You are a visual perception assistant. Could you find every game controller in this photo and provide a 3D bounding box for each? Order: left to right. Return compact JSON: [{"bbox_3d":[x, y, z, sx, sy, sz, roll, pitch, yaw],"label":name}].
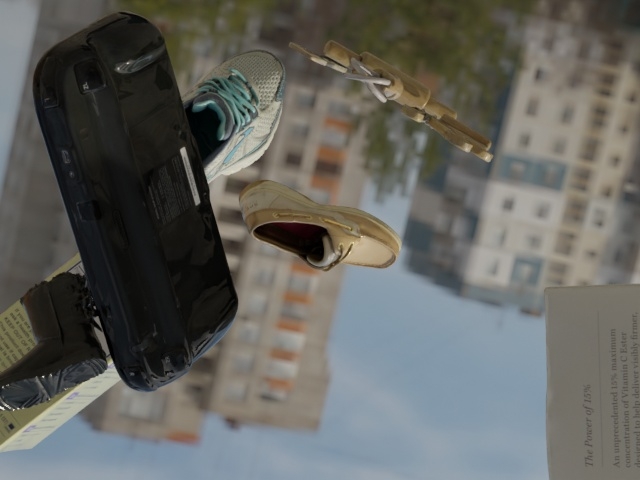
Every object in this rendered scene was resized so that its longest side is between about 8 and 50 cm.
[{"bbox_3d":[-0.155,-0.034,1.695,0.067,0.319,0.166,-4,-157,26],"label":"game controller"}]

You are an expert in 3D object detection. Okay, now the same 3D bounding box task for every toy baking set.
[{"bbox_3d":[0.075,-0.151,1.955,0.256,0.030,0.197,29,-173,-15],"label":"toy baking set"}]

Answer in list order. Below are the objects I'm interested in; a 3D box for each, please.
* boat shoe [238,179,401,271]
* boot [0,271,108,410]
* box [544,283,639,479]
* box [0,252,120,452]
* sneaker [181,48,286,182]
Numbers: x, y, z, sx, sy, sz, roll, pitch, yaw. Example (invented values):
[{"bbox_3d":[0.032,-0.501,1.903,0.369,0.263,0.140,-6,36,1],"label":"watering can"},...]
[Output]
[{"bbox_3d":[0.000,0.000,1.835,0.170,0.063,0.059,18,-137,-22],"label":"boat shoe"},{"bbox_3d":[-0.242,0.085,1.701,0.121,0.099,0.045,-22,144,5],"label":"boot"},{"bbox_3d":[0.352,0.135,1.439,0.345,0.215,0.168,-2,177,22],"label":"box"},{"bbox_3d":[-0.282,0.116,2.173,0.117,0.243,0.213,53,180,6],"label":"box"},{"bbox_3d":[-0.112,-0.123,2.120,0.110,0.122,0.283,42,-127,-2],"label":"sneaker"}]
